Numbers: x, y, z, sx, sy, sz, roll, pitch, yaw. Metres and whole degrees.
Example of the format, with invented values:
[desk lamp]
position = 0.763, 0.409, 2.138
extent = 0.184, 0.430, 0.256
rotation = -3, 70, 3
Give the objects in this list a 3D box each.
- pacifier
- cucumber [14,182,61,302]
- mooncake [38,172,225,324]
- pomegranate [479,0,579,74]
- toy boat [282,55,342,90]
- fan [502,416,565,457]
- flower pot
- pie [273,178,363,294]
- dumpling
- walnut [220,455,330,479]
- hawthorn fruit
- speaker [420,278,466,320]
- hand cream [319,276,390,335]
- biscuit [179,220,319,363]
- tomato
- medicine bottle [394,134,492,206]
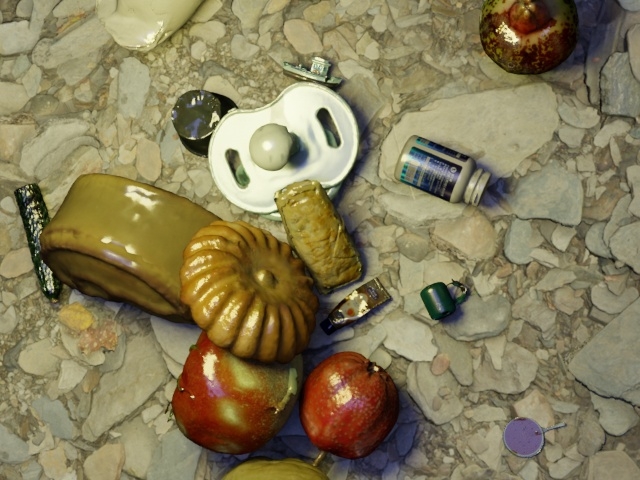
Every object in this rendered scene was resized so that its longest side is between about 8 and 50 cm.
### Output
[pacifier]
position = -0.083, -0.182, 1.798
extent = 0.343, 0.269, 0.288
rotation = -25, 92, 10
[cucumber]
position = -0.658, 0.009, 1.991
extent = 0.067, 0.067, 0.294
rotation = -19, 82, 9
[mooncake]
position = -0.403, 0.026, 1.852
extent = 0.394, 0.393, 0.246
rotation = -7, 55, 51
[pomegranate]
position = 0.430, -0.451, 1.733
extent = 0.214, 0.248, 0.214
rotation = 0, 90, 11
[toy boat]
position = -0.016, -0.384, 1.907
extent = 0.140, 0.059, 0.066
rotation = 21, 105, 11
[fan]
position = 0.445, 0.402, 1.755
extent = 0.133, 0.005, 0.085
rotation = -22, 79, 9
[flower pot]
position = -0.268, -0.275, 1.924
extent = 0.157, 0.107, 0.157
rotation = -1, 85, 10
[pie]
position = 0.000, 0.000, 1.793
extent = 0.128, 0.068, 0.282
rotation = -25, 122, 3
[dumpling]
position = -0.376, -0.623, 1.954
extent = 0.260, 0.181, 0.341
rotation = 39, 114, 22
[walnut]
position = -0.087, 0.581, 1.709
extent = 0.277, 0.253, 0.282
rotation = 1, 93, 18
[hawthorn fruit]
position = 0.046, 0.361, 1.746
extent = 0.205, 0.205, 0.253
rotation = 36, 100, 13
[speaker]
position = 0.265, 0.124, 1.805
extent = 0.094, 0.060, 0.075
rotation = -19, 78, -27
[hand cream]
position = 0.072, 0.148, 1.844
extent = 0.163, 0.039, 0.062
rotation = -37, 62, 3
[biscuit]
position = -0.128, 0.092, 1.684
extent = 0.107, 0.325, 0.326
rotation = -39, 76, 34
[tomato]
position = -0.167, 0.300, 1.742
extent = 0.239, 0.303, 0.303
rotation = 25, 89, 1
[medicine bottle]
position = 0.262, -0.144, 1.802
extent = 0.191, 0.107, 0.107
rotation = 25, 89, 13
